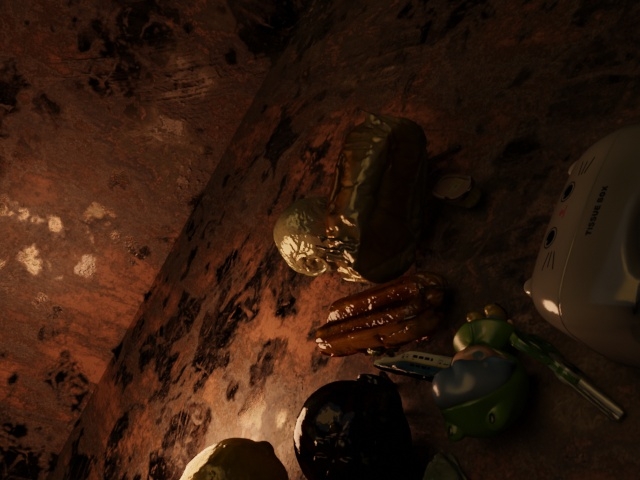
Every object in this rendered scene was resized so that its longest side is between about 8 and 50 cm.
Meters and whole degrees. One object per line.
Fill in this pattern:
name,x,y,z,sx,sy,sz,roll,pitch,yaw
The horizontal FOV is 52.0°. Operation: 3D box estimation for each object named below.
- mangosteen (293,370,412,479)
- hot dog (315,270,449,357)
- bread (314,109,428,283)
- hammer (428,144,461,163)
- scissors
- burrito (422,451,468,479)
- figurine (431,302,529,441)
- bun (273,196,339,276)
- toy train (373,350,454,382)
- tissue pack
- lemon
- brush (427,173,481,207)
mangosteen,0.081,0.365,1.274,0.231,0.231,0.289,-39,-5,34
hot dog,0.133,0.175,1.412,0.349,0.117,0.158,-25,27,44
bread,0.130,-0.090,1.502,0.183,0.236,0.389,5,76,57
hammer,0.268,-0.196,1.617,0.182,0.017,0.062,-24,21,38
scissors,0.388,0.209,1.032,0.204,0.101,0.027,44,114,47
burrito,0.224,0.424,1.130,0.074,0.044,0.118,-54,26,3
figurine,0.281,0.223,1.134,0.162,0.143,0.263,-26,27,37
bun,0.000,0.000,1.700,0.244,0.244,0.153,-38,47,34
toy train,0.191,0.252,1.323,0.234,0.052,0.051,-2,60,57
tissue pack,0.453,0.007,0.943,0.236,0.229,0.333,2,65,65
lemon,-0.195,0.573,1.443,0.260,0.260,0.284,47,120,60
brush,0.280,-0.114,1.509,0.072,0.067,0.313,-48,18,-3
